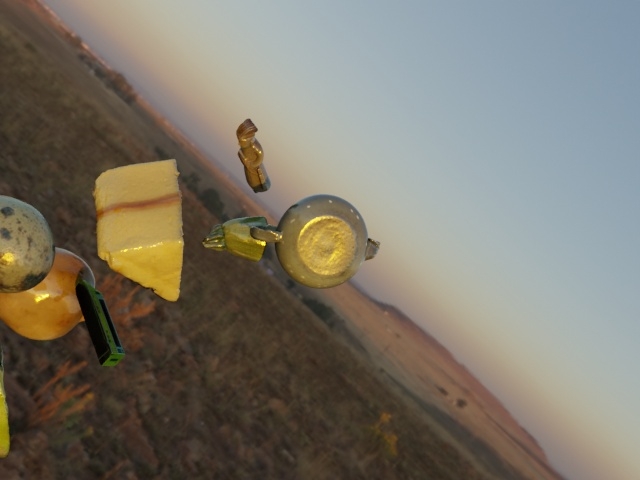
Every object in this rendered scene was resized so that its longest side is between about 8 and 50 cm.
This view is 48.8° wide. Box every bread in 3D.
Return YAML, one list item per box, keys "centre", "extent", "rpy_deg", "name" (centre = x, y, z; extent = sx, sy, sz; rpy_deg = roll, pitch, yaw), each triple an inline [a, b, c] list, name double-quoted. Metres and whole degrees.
- centre: [-0.405, -0.009, 1.607]
  extent: [0.236, 0.198, 0.264]
  rpy_deg: [97, -16, -54]
  name: "bread"

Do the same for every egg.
- centre: [-0.508, 0.001, 1.138]
  extent: [0.182, 0.141, 0.141]
  rpy_deg: [50, 2, 23]
  name: "egg"

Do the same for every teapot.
- centre: [0.000, 0.000, 1.443]
  extent: [0.294, 0.193, 0.129]
  rpy_deg: [8, 8, -13]
  name: "teapot"

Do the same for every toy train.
- centre: [-0.474, 0.172, 1.515]
  extent: [0.042, 0.044, 0.209]
  rpy_deg: [18, 34, -51]
  name: "toy train"

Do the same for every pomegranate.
- centre: [-0.642, 0.119, 1.648]
  extent: [0.233, 0.233, 0.233]
  rpy_deg: [42, -1, 1]
  name: "pomegranate"

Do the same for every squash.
- centre: [-0.190, -0.010, 1.519]
  extent: [0.132, 0.105, 0.105]
  rpy_deg: [7, 14, -22]
  name: "squash"

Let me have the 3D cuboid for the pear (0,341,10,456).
- centre: [-0.845, 0.336, 1.641]
  extent: [0.165, 0.399, 0.399]
  rpy_deg: [-9, 33, -33]
  name: "pear"

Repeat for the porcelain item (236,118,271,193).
- centre: [-0.154, -0.190, 1.584]
  extent: [0.084, 0.054, 0.213]
  rpy_deg: [52, -13, 24]
  name: "porcelain item"
